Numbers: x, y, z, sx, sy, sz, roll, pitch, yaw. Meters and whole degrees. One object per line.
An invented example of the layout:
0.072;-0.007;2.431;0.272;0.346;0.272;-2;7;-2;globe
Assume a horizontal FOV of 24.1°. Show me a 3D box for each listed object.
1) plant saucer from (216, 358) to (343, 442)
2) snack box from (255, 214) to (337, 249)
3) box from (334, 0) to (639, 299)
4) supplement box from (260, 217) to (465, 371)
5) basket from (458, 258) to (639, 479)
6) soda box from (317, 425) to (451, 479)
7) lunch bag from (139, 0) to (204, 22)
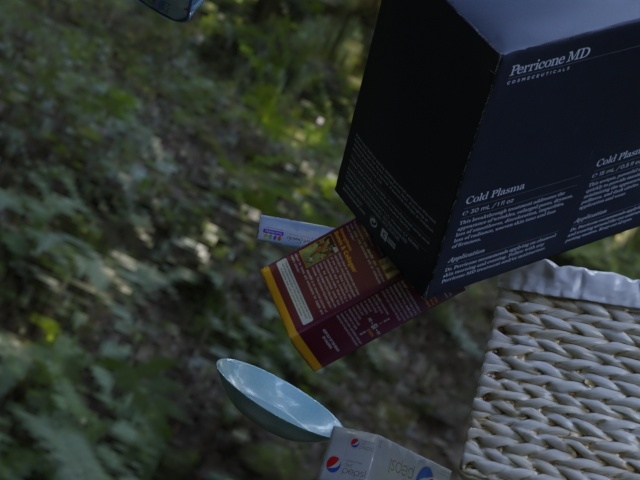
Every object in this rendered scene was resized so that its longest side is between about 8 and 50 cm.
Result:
-0.060;0.221;1.974;0.195;0.037;0.195;29;8;-4;plant saucer
0.000;0.000;1.965;0.141;0.037;0.100;11;-4;21;snack box
0.224;-0.148;1.493;0.343;0.312;0.179;-17;52;-29;box
0.045;0.042;1.603;0.081;0.188;0.104;57;6;-51;supplement box
0.361;0.214;1.720;0.331;0.266;0.328;12;-17;27;basket
0.084;0.294;1.872;0.069;0.074;0.216;8;-15;32;soda box
-0.185;-0.350;1.636;0.176;0.090;0.219;33;-23;3;lunch bag
